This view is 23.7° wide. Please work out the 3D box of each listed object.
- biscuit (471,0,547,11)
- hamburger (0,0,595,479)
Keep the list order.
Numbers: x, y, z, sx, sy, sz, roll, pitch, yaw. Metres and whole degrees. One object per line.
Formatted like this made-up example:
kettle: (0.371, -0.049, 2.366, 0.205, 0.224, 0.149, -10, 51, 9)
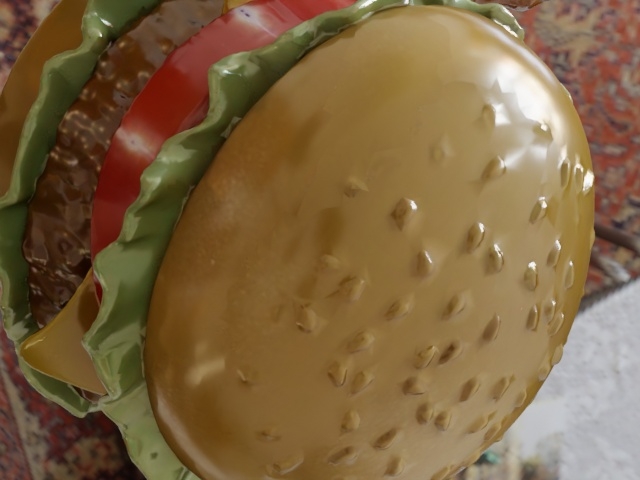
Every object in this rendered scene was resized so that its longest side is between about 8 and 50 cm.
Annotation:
biscuit: (0.061, -0.214, 0.936, 0.318, 0.312, 0.110, 3, 86, -18)
hamburger: (0.000, 0.000, 0.681, 0.274, 0.212, 0.274, -24, 130, -32)
